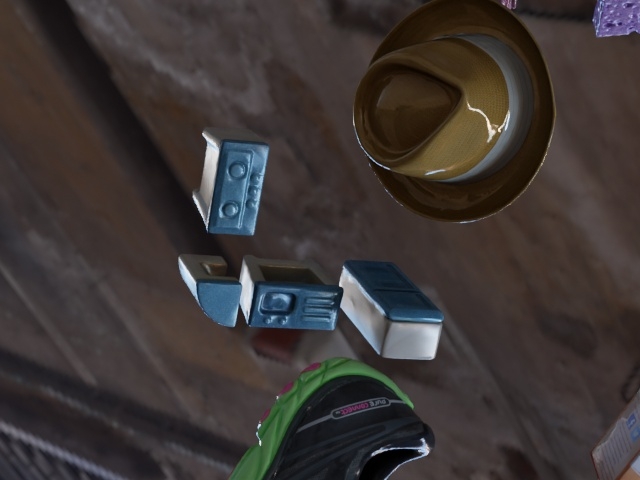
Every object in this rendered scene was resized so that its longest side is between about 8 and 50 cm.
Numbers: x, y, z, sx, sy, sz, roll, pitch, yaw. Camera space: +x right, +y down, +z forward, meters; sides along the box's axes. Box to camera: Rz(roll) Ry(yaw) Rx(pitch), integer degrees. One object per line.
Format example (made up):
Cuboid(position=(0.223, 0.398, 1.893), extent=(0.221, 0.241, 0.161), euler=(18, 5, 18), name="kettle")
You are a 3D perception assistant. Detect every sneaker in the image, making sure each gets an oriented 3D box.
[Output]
Cuboid(position=(-0.037, 0.360, 1.831), extent=(0.202, 0.185, 0.482), euler=(27, -97, 21), name="sneaker")

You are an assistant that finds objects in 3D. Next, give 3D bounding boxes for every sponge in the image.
Cuboid(position=(0.389, -0.318, 1.950), extent=(0.117, 0.210, 0.031), euler=(-4, -122, -3), name="sponge")

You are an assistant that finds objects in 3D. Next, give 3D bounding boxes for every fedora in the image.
Cuboid(position=(0.087, -0.102, 1.302), extent=(0.194, 0.194, 0.079), euler=(6, -173, 42), name="fedora")

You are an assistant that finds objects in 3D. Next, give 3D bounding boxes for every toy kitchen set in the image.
Cuboid(position=(0.000, 0.000, 1.428), extent=(0.207, 0.166, 0.122), euler=(3, -159, -22), name="toy kitchen set")

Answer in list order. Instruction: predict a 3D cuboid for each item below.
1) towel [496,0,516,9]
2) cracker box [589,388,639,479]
Cuboid(position=(0.210, -0.495, 2.230), extent=(0.037, 0.329, 0.237), euler=(-9, -147, -39), name="towel")
Cuboid(position=(0.366, 0.150, 1.469), extent=(0.232, 0.156, 0.067), euler=(-59, -158, 28), name="cracker box")
